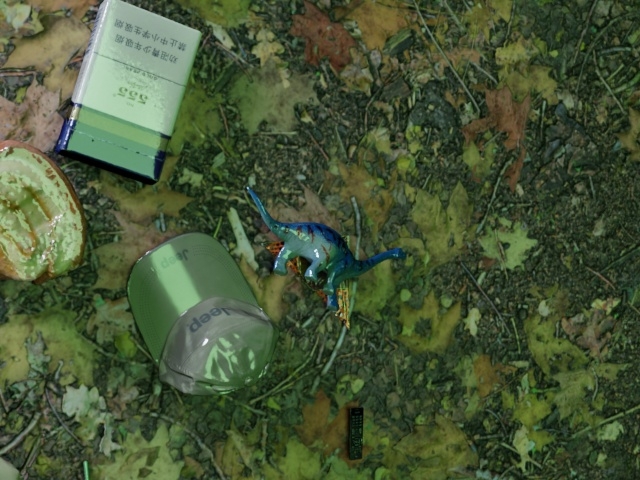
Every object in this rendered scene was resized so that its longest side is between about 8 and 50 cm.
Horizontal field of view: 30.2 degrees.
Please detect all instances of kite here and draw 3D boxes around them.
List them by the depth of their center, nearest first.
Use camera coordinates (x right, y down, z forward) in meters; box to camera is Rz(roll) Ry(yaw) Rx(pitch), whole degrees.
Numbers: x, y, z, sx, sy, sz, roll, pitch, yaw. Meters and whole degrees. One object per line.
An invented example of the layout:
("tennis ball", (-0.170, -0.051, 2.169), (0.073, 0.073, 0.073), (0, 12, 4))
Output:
("kite", (0.012, 0.036, 2.044), (0.222, 0.008, 0.125), (46, 73, -16))

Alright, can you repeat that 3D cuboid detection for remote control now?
("remote control", (0.060, 0.334, 2.060), (0.034, 0.016, 0.091), (1, 90, -39))

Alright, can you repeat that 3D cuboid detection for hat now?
("hat", (-0.185, 0.119, 1.899), (0.214, 0.149, 0.245), (-34, 113, -20))

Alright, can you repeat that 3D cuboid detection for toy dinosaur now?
("toy dinosaur", (0.002, 0.032, 1.998), (0.329, 0.076, 0.144), (21, 72, -25))

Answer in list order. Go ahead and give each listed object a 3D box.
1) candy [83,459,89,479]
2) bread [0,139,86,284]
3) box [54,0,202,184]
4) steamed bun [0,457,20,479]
("candy", (-0.362, 0.447, 1.868), (0.061, 0.061, 0.203), (-4, 84, -23))
("bread", (-0.456, -0.032, 1.784), (0.190, 0.123, 0.244), (-47, 108, -18))
("box", (-0.302, -0.233, 1.877), (0.168, 0.071, 0.259), (19, 83, -22))
("steamed bun", (-0.639, 0.450, 1.618), (0.371, 0.290, 0.456), (34, 79, -25))
